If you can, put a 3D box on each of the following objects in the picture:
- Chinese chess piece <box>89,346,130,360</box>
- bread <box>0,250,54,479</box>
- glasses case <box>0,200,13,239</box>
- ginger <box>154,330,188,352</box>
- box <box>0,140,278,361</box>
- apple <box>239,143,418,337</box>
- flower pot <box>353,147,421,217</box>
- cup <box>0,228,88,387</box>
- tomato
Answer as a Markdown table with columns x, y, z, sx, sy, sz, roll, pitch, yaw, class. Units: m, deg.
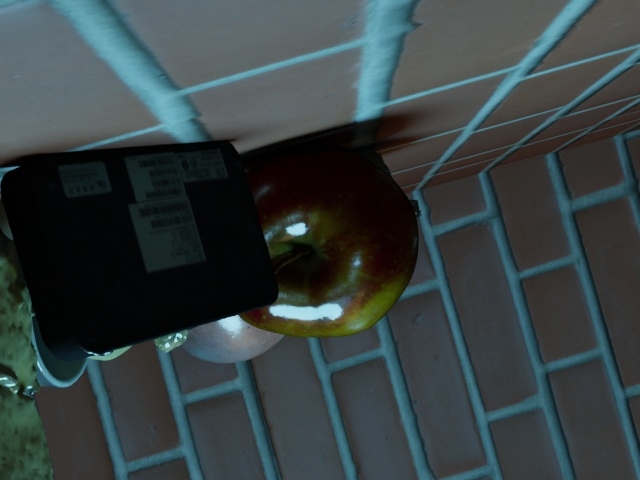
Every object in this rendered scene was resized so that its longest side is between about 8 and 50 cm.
| x | y | z | sx | sy | sz | roll | pitch | yaw | class |
| --- | --- | --- | --- | --- | --- | --- | --- | --- | --- |
| -0.248 | 0.036 | 1.515 | 0.250 | 0.097 | 0.251 | -55 | 170 | -15 | Chinese chess piece |
| -0.493 | 0.149 | 1.116 | 0.390 | 0.279 | 0.371 | -14 | 157 | 15 | bread |
| -0.314 | -0.031 | 1.395 | 0.103 | 0.070 | 0.193 | -16 | 178 | -22 | glasses case |
| -0.203 | 0.043 | 1.737 | 0.149 | 0.258 | 0.065 | -8 | -157 | -13 | ginger |
| -0.184 | 0.002 | 1.313 | 0.058 | 0.211 | 0.350 | -19 | 177 | 33 | box |
| 0.000 | 0.000 | 1.684 | 0.288 | 0.288 | 0.317 | -16 | 180 | 16 | apple |
| 0.040 | -0.070 | 1.953 | 0.236 | 0.140 | 0.235 | -17 | 177 | -1 | flower pot |
| -0.454 | 0.062 | 1.635 | 0.257 | 0.227 | 0.301 | 0 | -149 | 11 | cup |
| -0.157 | 0.074 | 1.904 | 0.256 | 0.256 | 0.224 | -18 | -146 | 49 | tomato |
